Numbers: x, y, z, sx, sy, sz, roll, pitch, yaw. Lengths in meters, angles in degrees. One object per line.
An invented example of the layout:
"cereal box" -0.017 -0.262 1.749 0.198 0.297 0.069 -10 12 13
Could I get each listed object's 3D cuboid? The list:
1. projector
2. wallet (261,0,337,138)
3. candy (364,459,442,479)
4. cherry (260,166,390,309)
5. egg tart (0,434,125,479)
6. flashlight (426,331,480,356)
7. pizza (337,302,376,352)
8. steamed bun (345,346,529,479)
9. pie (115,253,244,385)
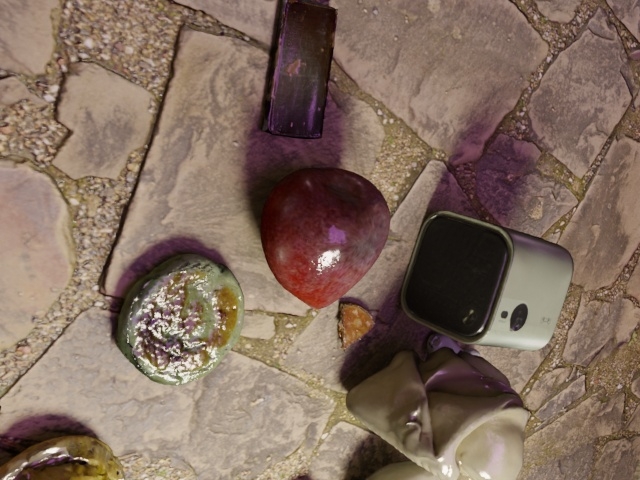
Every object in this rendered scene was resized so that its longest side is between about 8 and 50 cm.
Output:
"projector" 0.358 0.089 1.699 0.249 0.248 0.249 12 97 -43
"wallet" -0.036 -0.293 1.359 0.122 0.031 0.232 0 103 -37
"candy" 0.193 0.613 1.762 0.295 0.185 0.295 -21 139 -20
"cherry" -0.002 -0.011 1.390 0.239 0.206 0.239 -30 157 -14
"egg tart" -0.423 0.440 1.244 0.279 0.095 0.279 -20 123 -35
"flashlight" 0.313 0.274 1.871 0.200 0.047 0.093 38 79 -40
"pizza" 0.061 0.162 1.621 0.100 0.029 0.099 -41 120 -26
"steamed bun" 0.276 0.355 1.638 0.255 0.367 0.342 -56 138 -1
"pie" -0.231 0.135 1.330 0.240 0.054 0.240 -14 113 -36
